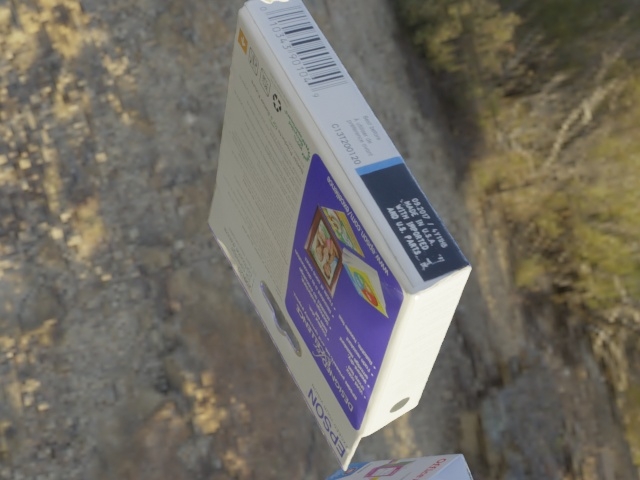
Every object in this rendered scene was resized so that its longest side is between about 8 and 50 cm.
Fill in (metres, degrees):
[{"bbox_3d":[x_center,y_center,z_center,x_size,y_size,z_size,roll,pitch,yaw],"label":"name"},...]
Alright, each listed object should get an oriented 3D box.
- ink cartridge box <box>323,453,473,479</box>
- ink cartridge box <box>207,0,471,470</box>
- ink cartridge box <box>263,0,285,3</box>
[{"bbox_3d":[0.047,0.205,0.993,0.088,0.122,0.052,-27,101,-47],"label":"ink cartridge box"},{"bbox_3d":[0.000,0.000,0.764,0.206,0.045,0.208,59,-26,27],"label":"ink cartridge box"},{"bbox_3d":[-0.006,-0.211,0.440,0.093,0.154,0.212,20,48,-32],"label":"ink cartridge box"}]
